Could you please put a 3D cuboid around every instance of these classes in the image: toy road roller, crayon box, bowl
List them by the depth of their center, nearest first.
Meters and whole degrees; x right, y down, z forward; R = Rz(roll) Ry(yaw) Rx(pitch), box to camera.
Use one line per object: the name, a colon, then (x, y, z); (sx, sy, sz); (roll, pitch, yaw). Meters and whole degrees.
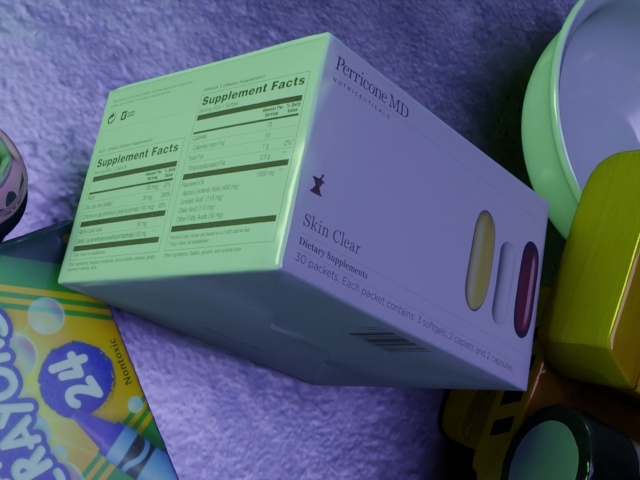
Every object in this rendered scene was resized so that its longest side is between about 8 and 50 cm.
crayon box: (-0.272, 0.136, 0.645); (0.322, 0.083, 0.203); (-22, 90, -30)
toy road roller: (0.230, 0.101, 0.813); (0.202, 0.240, 0.330); (24, 82, -23)
bowl: (0.291, -0.088, 0.966); (0.297, 0.134, 0.298); (7, 76, -28)

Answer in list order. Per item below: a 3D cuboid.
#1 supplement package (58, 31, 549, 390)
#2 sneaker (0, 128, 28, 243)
supplement package: (0.000, 0.000, 0.705); (0.261, 0.204, 0.145); (28, 65, -44)
sneaker: (-0.316, -0.114, 0.647); (0.319, 0.131, 0.112); (36, 66, -17)
